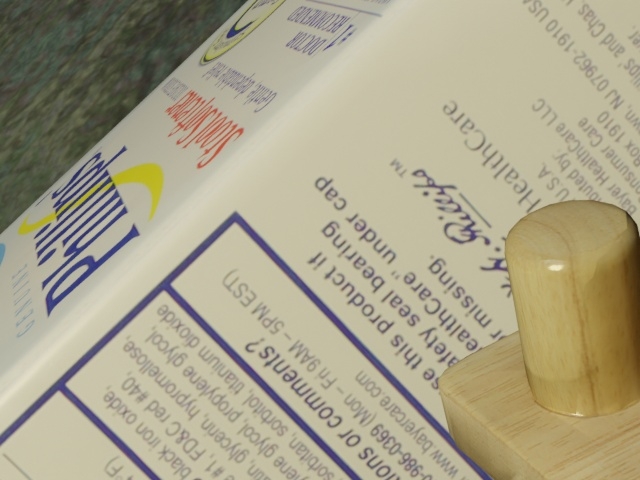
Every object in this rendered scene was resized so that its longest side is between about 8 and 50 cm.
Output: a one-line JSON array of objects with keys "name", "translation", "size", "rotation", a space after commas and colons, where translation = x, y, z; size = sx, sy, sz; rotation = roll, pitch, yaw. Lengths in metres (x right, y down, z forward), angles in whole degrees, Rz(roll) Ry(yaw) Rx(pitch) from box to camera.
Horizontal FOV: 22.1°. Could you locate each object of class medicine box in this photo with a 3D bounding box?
[{"name": "medicine box", "translation": [0.000, 0.000, 0.645], "size": [0.289, 0.149, 0.263], "rotation": [-43, 15, -2]}]

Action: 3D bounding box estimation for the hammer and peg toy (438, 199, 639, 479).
[{"name": "hammer and peg toy", "translation": [0.147, 0.061, 0.411], "size": [0.361, 0.127, 0.266], "rotation": [-24, 30, -17]}]
